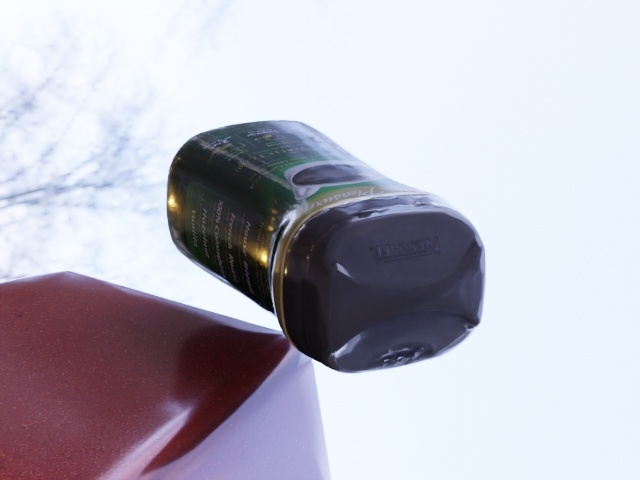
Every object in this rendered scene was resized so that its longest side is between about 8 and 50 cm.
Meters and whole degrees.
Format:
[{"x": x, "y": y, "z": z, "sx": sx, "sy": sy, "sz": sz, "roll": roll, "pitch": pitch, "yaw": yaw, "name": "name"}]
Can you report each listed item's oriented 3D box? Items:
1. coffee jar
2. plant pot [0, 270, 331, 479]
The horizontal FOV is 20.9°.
[{"x": 0.000, "y": 0.000, "z": 0.839, "sx": 0.184, "sy": 0.096, "sz": 0.079, "roll": -146, "pitch": -128, "yaw": -59, "name": "coffee jar"}, {"x": -0.131, "y": 0.162, "z": 0.876, "sx": 0.267, "sy": 0.236, "sz": 0.267, "roll": 14, "pitch": -55, "yaw": 34, "name": "plant pot"}]
